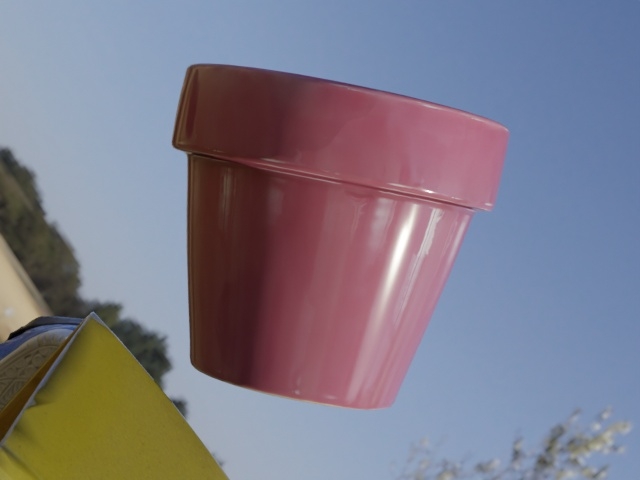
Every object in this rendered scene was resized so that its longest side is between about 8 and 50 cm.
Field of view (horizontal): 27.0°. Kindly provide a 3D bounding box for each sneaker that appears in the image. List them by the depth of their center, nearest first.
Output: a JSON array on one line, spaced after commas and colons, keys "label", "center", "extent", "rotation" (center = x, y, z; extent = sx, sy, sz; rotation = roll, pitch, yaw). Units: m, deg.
[{"label": "sneaker", "center": [-0.181, 0.086, 0.734], "extent": [0.058, 0.152, 0.084], "rotation": [64, 10, 1]}]

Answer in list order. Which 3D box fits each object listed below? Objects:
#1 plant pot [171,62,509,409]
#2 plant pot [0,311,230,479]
[{"label": "plant pot", "center": [0.000, 0.000, 0.811], "extent": [0.201, 0.201, 0.180], "rotation": [-162, -97, -67]}, {"label": "plant pot", "center": [-0.115, 0.190, 0.586], "extent": [0.187, 0.212, 0.212], "rotation": [42, 8, -8]}]
